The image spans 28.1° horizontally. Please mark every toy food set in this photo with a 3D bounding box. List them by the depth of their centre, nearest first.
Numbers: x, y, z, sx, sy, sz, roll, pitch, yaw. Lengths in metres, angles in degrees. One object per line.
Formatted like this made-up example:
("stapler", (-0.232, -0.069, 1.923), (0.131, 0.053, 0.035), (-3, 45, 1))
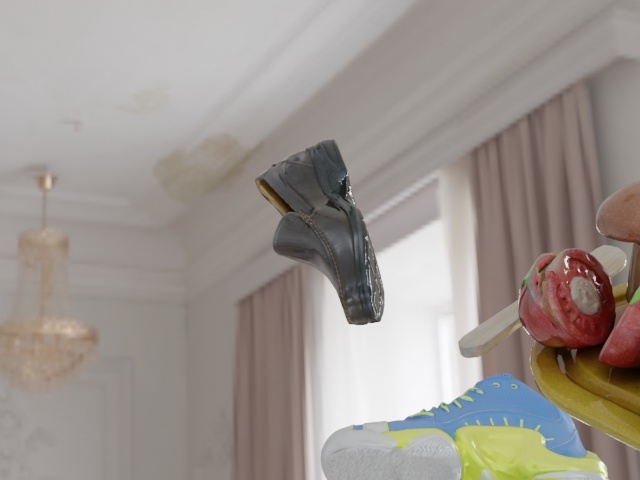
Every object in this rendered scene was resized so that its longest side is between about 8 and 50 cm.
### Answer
("toy food set", (0.150, 0.021, 0.533), (0.128, 0.071, 0.218), (-25, 25, -26))

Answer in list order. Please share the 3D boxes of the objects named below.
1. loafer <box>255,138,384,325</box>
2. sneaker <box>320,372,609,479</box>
("loafer", (0.000, 0.000, 0.825), (0.061, 0.170, 0.062), (-17, -55, -1))
("sneaker", (0.112, 0.166, 1.047), (0.240, 0.126, 0.091), (13, -56, -14))
